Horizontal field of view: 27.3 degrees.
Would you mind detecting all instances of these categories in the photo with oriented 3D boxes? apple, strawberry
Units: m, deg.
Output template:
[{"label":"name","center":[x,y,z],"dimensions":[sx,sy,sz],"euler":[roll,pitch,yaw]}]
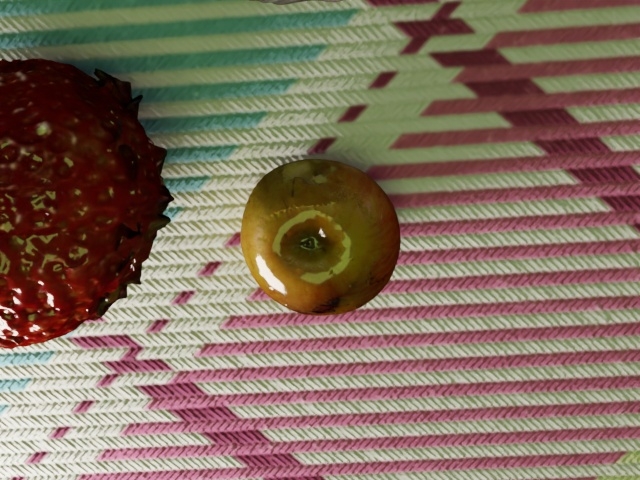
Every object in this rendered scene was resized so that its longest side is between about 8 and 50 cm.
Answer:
[{"label":"apple","center":[0.000,0.000,1.169],"dimensions":[0.146,0.146,0.146],"euler":[1,115,3]},{"label":"strawberry","center":[-0.282,-0.026,1.107],"dimensions":[0.288,0.238,0.250],"euler":[-2,107,-23]}]

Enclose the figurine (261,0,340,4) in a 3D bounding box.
[{"label":"figurine","center":[-0.018,-0.309,1.016],"dimensions":[0.133,0.200,0.276],"euler":[-21,126,-30]}]
